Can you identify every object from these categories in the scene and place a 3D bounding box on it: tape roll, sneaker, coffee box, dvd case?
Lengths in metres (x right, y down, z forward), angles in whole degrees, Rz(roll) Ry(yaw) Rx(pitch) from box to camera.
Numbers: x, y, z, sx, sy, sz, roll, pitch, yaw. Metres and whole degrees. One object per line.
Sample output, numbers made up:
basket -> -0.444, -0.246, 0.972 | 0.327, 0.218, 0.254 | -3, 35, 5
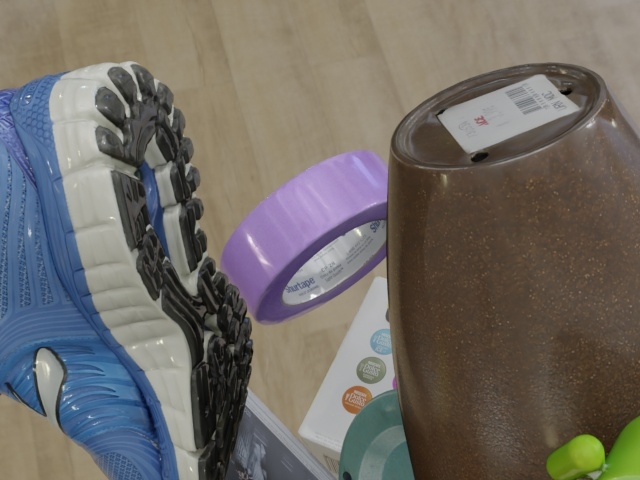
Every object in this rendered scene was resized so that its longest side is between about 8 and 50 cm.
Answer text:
tape roll -> 0.000, 0.000, 1.184 | 0.275, 0.274, 0.090 | -32, 70, -17
sneaker -> -0.130, 0.051, 0.493 | 0.147, 0.329, 0.129 | -1, 38, 12
coffee box -> 0.198, 0.323, 1.533 | 0.338, 0.338, 0.334 | 18, 61, 20
dvd case -> -0.049, 0.263, 0.806 | 0.030, 0.238, 0.179 | -33, 110, 19

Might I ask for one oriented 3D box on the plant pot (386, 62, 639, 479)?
plant pot -> 0.124, 0.029, 0.471 | 0.216, 0.230, 0.215 | -17, 29, 10

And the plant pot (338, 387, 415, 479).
plant pot -> 0.166, 0.193, 0.701 | 0.255, 0.272, 0.271 | -4, 62, -41

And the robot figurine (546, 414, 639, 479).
robot figurine -> 0.143, 0.112, 0.346 | 0.101, 0.067, 0.115 | 41, 39, 13
